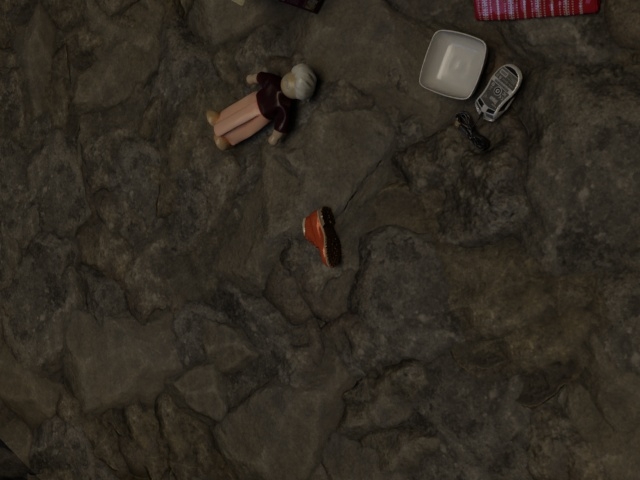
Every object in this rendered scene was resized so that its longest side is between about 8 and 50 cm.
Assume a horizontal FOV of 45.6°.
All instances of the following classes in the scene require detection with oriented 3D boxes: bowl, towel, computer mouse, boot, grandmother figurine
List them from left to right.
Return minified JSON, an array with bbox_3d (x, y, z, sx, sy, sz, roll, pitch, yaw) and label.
[{"bbox_3d":[-0.145,-0.350,1.992,0.342,0.104,0.208,-27,87,34],"label":"grandmother figurine"},{"bbox_3d":[0.000,0.000,1.945,0.084,0.059,0.158,-21,73,35],"label":"boot"},{"bbox_3d":[0.308,-0.395,1.722,0.142,0.053,0.142,26,106,30],"label":"bowl"},{"bbox_3d":[0.384,-0.302,1.687,0.106,0.042,0.193,51,123,25],"label":"computer mouse"},{"bbox_3d":[0.449,-0.569,1.600,0.274,0.031,0.199,7,119,34],"label":"towel"}]

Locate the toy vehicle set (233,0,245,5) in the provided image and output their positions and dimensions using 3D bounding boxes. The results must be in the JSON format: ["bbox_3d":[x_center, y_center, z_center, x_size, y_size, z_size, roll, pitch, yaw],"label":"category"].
[{"bbox_3d":[-0.169,-0.691,1.912,0.035,0.267,0.166,26,111,-14],"label":"toy vehicle set"}]

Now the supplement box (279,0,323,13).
[{"bbox_3d":[-0.059,-0.635,1.863,0.081,0.188,0.104,42,114,23],"label":"supplement box"}]
